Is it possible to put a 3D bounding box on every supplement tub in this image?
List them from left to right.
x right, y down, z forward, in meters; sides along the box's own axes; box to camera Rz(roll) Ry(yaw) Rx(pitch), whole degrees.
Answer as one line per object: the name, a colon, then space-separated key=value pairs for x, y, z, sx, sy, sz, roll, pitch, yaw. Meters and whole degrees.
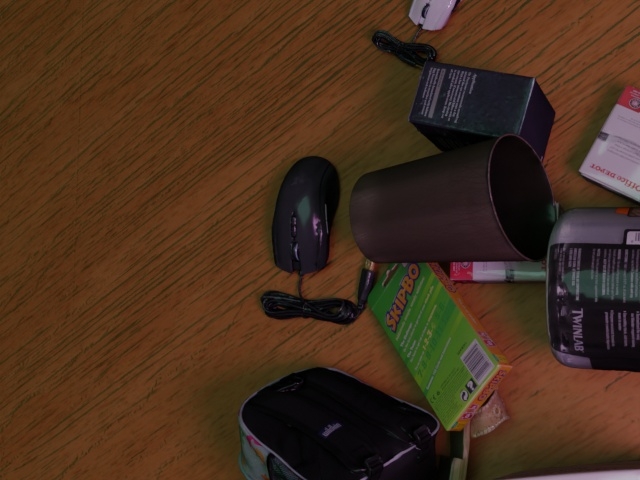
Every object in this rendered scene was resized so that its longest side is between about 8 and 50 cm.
supplement tub: x=0.456 y=0.061 z=1.168 sx=0.337 sy=0.207 sz=0.207 roll=1 pitch=82 yaw=24

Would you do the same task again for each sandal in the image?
sandal: x=0.220 y=0.249 z=1.326 sx=0.079 sy=0.088 sz=0.240 roll=11 pitch=85 yaw=-7

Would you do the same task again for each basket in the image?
basket: x=0.164 y=-0.042 z=1.269 sx=0.226 sy=0.204 sz=0.154 roll=-7 pitch=67 yaw=35

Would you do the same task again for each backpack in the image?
backpack: x=0.013 y=0.289 z=1.314 sx=0.253 sy=0.225 sz=0.191 roll=29 pitch=128 yaw=38

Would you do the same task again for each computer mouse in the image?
computer mouse: x=0.000 y=0.000 z=1.463 sx=0.184 sy=0.060 sz=0.262 roll=10 pitch=85 yaw=26
computer mouse: x=0.167 y=-0.359 z=1.460 sx=0.106 sy=0.042 sz=0.193 roll=34 pitch=96 yaw=26

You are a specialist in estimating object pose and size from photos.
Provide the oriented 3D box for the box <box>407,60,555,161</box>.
box: x=0.227 y=-0.172 z=1.339 sx=0.158 sy=0.156 sz=0.093 roll=15 pitch=86 yaw=25

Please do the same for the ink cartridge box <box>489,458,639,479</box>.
ink cartridge box: x=0.297 y=0.324 z=1.112 sx=0.207 sy=0.353 sz=0.119 roll=-12 pitch=77 yaw=22

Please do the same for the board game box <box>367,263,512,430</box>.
board game box: x=0.155 y=0.124 z=1.330 sx=0.124 sy=0.039 sz=0.259 roll=-57 pitch=44 yaw=26

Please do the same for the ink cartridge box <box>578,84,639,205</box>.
ink cartridge box: x=0.426 y=-0.124 z=1.296 sx=0.099 sy=0.056 sz=0.135 roll=31 pitch=94 yaw=26

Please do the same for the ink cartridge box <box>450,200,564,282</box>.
ink cartridge box: x=0.261 y=0.005 z=1.343 sx=0.150 sy=0.063 sz=0.109 roll=-1 pitch=80 yaw=25
